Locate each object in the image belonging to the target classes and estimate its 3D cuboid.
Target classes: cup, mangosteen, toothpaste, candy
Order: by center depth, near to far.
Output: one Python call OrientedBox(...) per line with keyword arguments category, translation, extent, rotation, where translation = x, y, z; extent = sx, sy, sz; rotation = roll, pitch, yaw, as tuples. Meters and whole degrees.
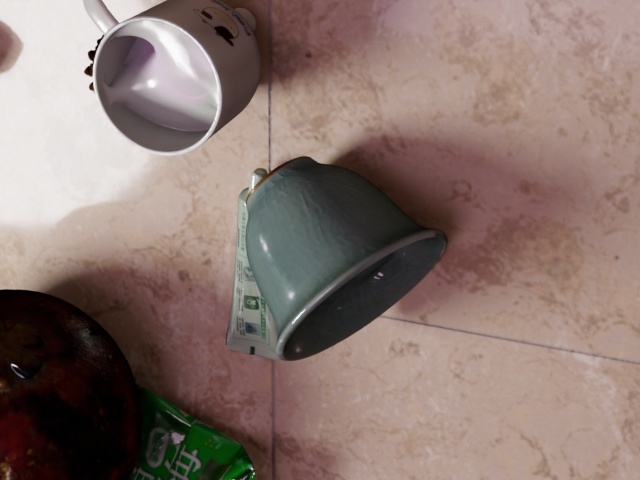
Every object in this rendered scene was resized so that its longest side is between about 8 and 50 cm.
OrientedBox(category="cup", translation=(-0.143, -0.174, 1.556), extent=(0.173, 0.142, 0.134), rotation=(22, 120, 14))
OrientedBox(category="cup", translation=(0.000, 0.000, 1.566), extent=(0.199, 0.199, 0.150), rotation=(-47, 71, 32))
OrientedBox(category="toothpaste", translation=(-0.066, 0.026, 1.675), extent=(0.064, 0.041, 0.218), rotation=(10, 120, 13))
OrientedBox(category="mangosteen", translation=(-0.337, 0.201, 1.727), extent=(0.311, 0.311, 0.311), rotation=(9, 115, 20))
OrientedBox(category="candy", translation=(-0.149, 0.255, 1.789), extent=(0.203, 0.078, 0.141), rotation=(33, 111, 24))

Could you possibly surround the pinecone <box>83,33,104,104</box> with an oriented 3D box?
OrientedBox(category="pinecone", translation=(-0.201, -0.164, 1.629), extent=(0.077, 0.077, 0.083), rotation=(29, 131, 10))
